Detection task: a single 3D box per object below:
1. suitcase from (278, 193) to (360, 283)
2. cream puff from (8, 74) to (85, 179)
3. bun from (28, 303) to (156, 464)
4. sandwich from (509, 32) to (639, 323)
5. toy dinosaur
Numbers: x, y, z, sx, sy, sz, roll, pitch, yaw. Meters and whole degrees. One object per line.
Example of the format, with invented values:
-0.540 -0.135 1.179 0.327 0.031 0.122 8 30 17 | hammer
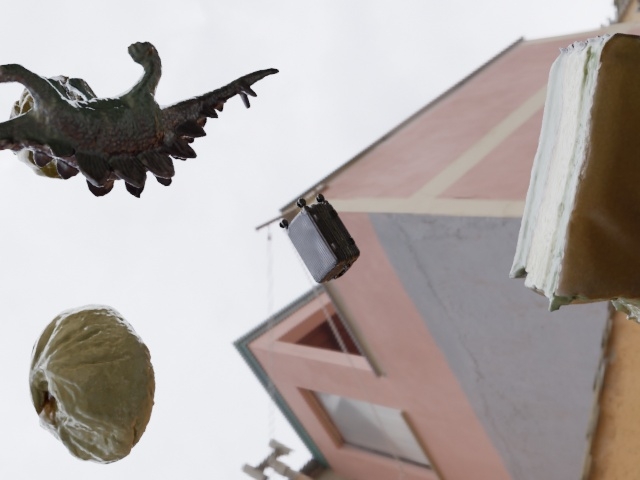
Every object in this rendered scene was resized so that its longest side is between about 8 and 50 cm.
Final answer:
0.000 0.000 1.296 0.059 0.086 0.126 -18 -111 -39 | suitcase
-0.346 -0.137 1.101 0.156 0.156 0.121 30 -129 -42 | cream puff
-0.319 0.201 1.113 0.134 0.220 0.220 -9 -82 -44 | bun
0.264 -0.020 0.558 0.155 0.228 0.198 -69 -12 -81 | sandwich
-0.103 -0.069 0.472 0.209 0.039 0.082 -25 -91 -40 | toy dinosaur
